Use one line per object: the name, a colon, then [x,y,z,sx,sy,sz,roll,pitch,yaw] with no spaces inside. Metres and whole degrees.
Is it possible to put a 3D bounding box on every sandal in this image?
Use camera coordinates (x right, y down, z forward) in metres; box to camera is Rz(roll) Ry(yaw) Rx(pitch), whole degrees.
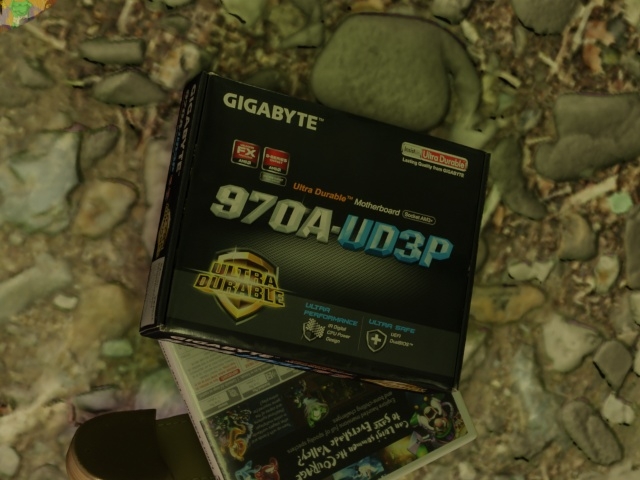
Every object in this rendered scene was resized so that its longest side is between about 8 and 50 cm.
sandal: [-0.069,0.169,0.999,0.240,0.088,0.079,4,137,-24]

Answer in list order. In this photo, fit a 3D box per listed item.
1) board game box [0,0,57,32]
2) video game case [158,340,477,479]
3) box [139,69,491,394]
board game box: [-0.217,-0.210,0.856,0.168,0.033,0.133,35,93,-24]
video game case: [-0.001,0.097,0.969,0.190,0.022,0.173,-23,90,-25]
box: [0.000,0.000,0.943,0.220,0.051,0.175,14,77,-21]
